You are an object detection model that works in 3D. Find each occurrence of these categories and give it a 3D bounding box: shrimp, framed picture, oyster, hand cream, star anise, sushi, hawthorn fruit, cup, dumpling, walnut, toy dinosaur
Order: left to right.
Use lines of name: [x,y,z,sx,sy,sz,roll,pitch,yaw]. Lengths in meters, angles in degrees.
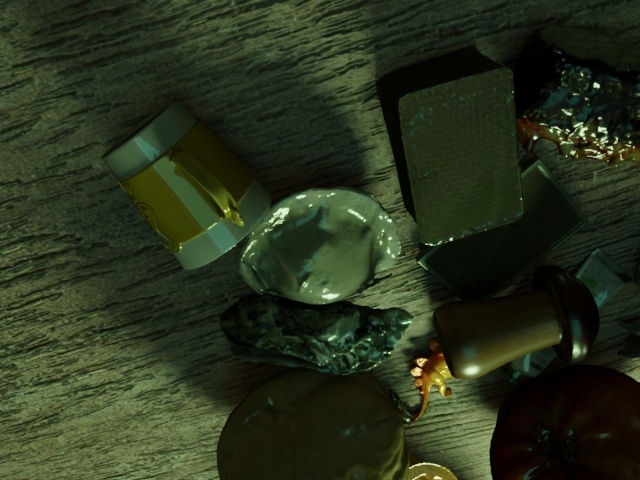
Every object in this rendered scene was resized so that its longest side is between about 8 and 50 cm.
cup: [-0.195,-0.087,0.885,0.185,0.241,0.226,-45,113,-17]
walnut: [-0.014,0.402,1.116,0.380,0.381,0.382,-4,120,-7]
oyster: [-0.005,0.157,1.053,0.350,0.162,0.158,-2,147,16]
dumpling: [-0.004,0.002,1.012,0.292,0.163,0.205,-7,101,-14]
shrimp: [0.198,0.372,1.320,0.091,0.025,0.127,-30,124,9]
toy dinosaur: [0.254,0.274,1.251,0.117,0.070,0.288,37,104,-14]
framed picture: [0.356,-0.001,1.126,0.289,0.020,0.211,-43,121,15]
hand cream: [0.513,0.174,1.242,0.121,0.076,0.336,32,104,-23]
hawthorn fruit: [0.575,0.480,1.254,0.402,0.403,0.403,-4,120,-7]
sushi: [0.467,-0.233,0.939,0.343,0.197,0.182,10,136,-9]
star anise: [0.752,0.216,1.296,0.171,0.063,0.208,-11,121,0]

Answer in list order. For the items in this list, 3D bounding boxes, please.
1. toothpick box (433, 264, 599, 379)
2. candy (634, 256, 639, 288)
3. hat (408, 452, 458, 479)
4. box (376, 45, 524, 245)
toothpick box: [0.378,0.163,1.121,0.294,0.192,0.192,-15,121,2]
candy: [0.751,0.057,1.162,0.195,0.137,0.185,-4,120,-5]
hat: [0.170,0.570,1.313,0.233,0.233,0.245,-11,99,-10]
box: [0.213,-0.153,0.955,0.184,0.143,0.273,-18,121,0]
